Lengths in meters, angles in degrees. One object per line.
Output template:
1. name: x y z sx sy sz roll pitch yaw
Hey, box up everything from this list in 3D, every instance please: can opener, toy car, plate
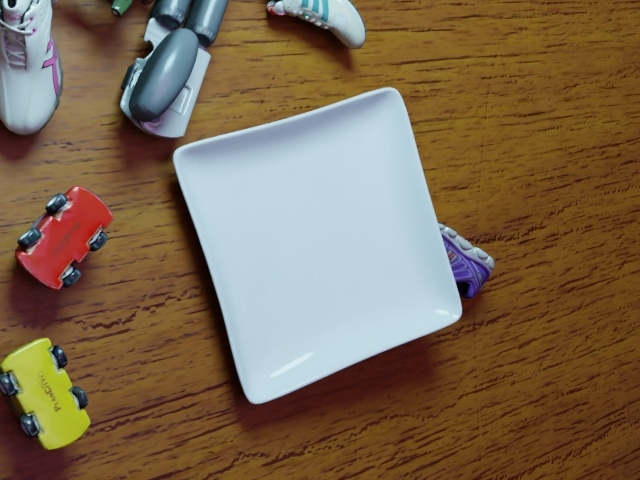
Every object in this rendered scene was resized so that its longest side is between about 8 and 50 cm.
1. can opener: -0.126 -0.231 0.999 0.074 0.093 0.280 27 66 -31
2. toy car: -0.303 0.059 0.865 0.225 0.053 0.239 10 80 -34
3. plate: 0.000 0.000 1.068 0.278 0.045 0.277 -20 96 -24

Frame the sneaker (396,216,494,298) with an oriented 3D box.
1. sneaker: 0.137 0.020 1.176 0.170 0.068 0.071 30 82 -26

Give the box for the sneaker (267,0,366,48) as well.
1. sneaker: -0.020 -0.264 1.101 0.075 0.057 0.161 -47 114 -11

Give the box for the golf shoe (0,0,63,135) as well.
1. golf shoe: -0.269 -0.186 0.874 0.067 0.086 0.186 4 98 3

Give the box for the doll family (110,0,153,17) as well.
1. doll family: -0.184 -0.304 0.966 0.111 0.076 0.193 13 83 -14
